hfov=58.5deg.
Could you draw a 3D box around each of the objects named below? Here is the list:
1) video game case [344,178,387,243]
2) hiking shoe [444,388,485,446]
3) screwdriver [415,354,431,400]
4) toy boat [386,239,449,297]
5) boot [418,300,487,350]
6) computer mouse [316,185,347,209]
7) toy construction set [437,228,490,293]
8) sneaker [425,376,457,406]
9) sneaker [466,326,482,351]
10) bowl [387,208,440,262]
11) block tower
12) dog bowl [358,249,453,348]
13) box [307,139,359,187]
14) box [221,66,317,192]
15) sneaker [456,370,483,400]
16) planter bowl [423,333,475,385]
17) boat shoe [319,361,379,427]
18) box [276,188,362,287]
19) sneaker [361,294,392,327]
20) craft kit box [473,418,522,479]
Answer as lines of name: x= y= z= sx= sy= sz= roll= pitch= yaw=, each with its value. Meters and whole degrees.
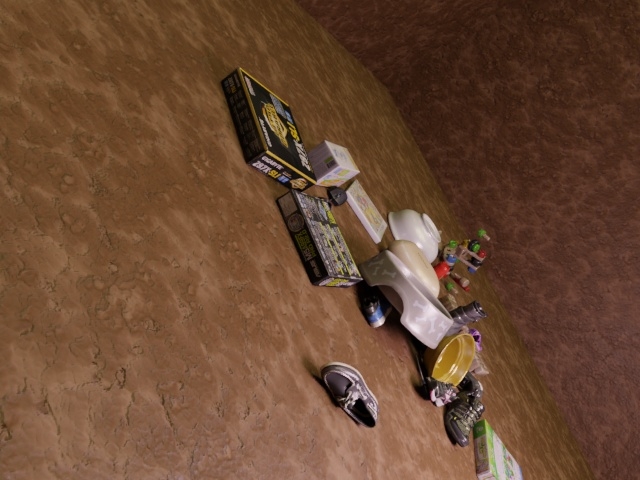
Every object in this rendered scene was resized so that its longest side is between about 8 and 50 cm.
video game case: x=0.174 y=-0.115 z=2.182 sx=0.226 sy=0.026 sz=0.206 roll=55 pitch=21 yaw=-8
hiking shoe: x=0.458 y=0.546 z=1.799 sx=0.086 sy=0.114 sz=0.226 roll=52 pitch=22 yaw=-16
screwdriver: x=0.319 y=0.423 z=1.781 sx=0.024 sy=0.025 sz=0.169 roll=44 pitch=29 yaw=-34
toy boat: x=0.365 y=0.130 z=2.151 sx=0.318 sy=0.148 sz=0.267 roll=10 pitch=47 yaw=-53
boot: x=0.460 y=0.280 z=2.009 sx=0.118 sy=0.223 sz=0.338 roll=63 pitch=22 yaw=9
computer mouse: x=0.043 y=-0.144 z=1.915 sx=0.071 sy=0.041 sz=0.242 roll=59 pitch=22 yaw=-2
toy construction set: x=0.598 y=0.074 z=2.643 sx=0.237 sy=0.258 sz=0.308 roll=47 pitch=-23 yaw=41
sneaker: x=0.372 y=0.450 z=1.735 sx=0.178 sy=0.077 sz=0.071 roll=50 pitch=24 yaw=-58
sneaker: x=0.603 y=0.390 z=2.341 sx=0.095 sy=0.105 sz=0.236 roll=48 pitch=23 yaw=-23
bowl: x=0.424 y=-0.023 z=2.462 sx=0.298 sy=0.134 sz=0.297 roll=46 pitch=25 yaw=-29
block tower: x=0.532 y=0.374 z=2.225 sx=0.091 sy=0.097 sz=0.335 roll=28 pitch=35 yaw=-53
dog bowl: x=0.273 y=0.171 z=1.785 sx=0.349 sy=0.102 sz=0.349 roll=45 pitch=9 yaw=-9
box: x=0.035 y=-0.254 z=1.940 sx=0.103 sy=0.114 sz=0.203 roll=62 pitch=21 yaw=11
box: x=-0.148 y=-0.318 z=1.683 sx=0.257 sy=0.079 sz=0.321 roll=29 pitch=36 yaw=-55
sneaker: x=0.483 y=0.471 z=1.990 sx=0.106 sy=0.078 sz=0.234 roll=40 pitch=11 yaw=-19
planter bowl: x=0.401 y=0.383 z=1.865 sx=0.090 sy=0.217 sz=0.217 roll=27 pitch=-6 yaw=44
boat shoe: x=0.070 y=0.346 z=1.276 sx=0.206 sy=0.075 sz=0.064 roll=51 pitch=19 yaw=-31
box: x=0.000 y=0.000 z=1.604 sx=0.216 sy=0.060 sz=0.269 roll=12 pitch=50 yaw=-63
sneaker: x=0.167 y=0.191 z=1.714 sx=0.084 sy=0.058 sz=0.152 roll=64 pitch=27 yaw=-10
craft kit box: x=0.595 y=0.766 z=1.892 sx=0.246 sy=0.061 sz=0.250 roll=57 pitch=21 yaw=-12
